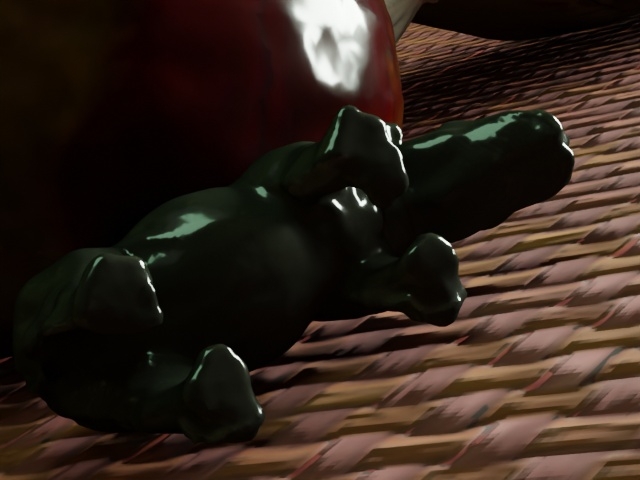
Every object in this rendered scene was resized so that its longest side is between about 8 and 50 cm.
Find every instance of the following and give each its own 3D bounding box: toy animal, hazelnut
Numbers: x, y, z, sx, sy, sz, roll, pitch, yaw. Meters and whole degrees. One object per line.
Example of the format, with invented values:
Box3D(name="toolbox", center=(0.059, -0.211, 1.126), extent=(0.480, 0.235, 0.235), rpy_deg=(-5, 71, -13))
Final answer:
Box3D(name="toy animal", center=(0.000, 0.000, 0.362), extent=(0.136, 0.047, 0.065), rpy_deg=(-29, 7, -29))
Box3D(name="hazelnut", center=(-0.079, -0.040, 0.455), extent=(0.202, 0.160, 0.170), rpy_deg=(27, 58, 17))

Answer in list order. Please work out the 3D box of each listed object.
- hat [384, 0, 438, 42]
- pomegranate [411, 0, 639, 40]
Box3D(name="hat", center=(-0.076, -0.045, 0.626), extent=(0.226, 0.164, 0.219), rpy_deg=(-57, -4, -2))
Box3D(name="pomegranate", center=(0.103, -0.242, 0.733), extent=(0.333, 0.332, 0.332), rpy_deg=(-17, 10, 3))
